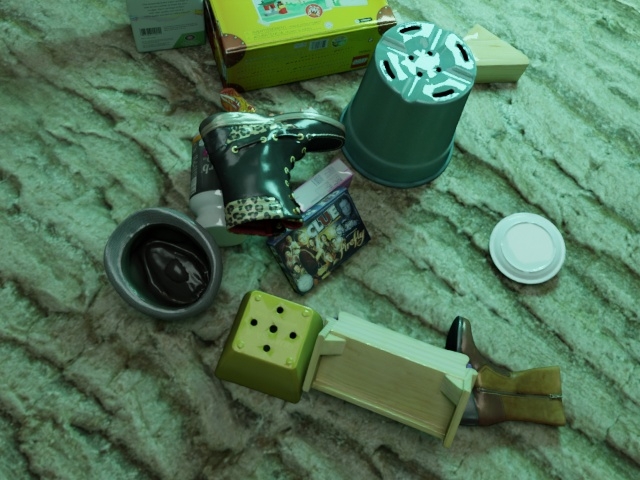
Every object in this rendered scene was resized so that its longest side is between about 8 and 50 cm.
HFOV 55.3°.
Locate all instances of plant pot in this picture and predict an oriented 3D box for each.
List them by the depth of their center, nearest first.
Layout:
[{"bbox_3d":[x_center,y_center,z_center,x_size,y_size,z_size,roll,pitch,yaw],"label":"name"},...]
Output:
[{"bbox_3d":[-0.110,0.224,1.391,0.212,0.187,0.212,18,65,1],"label":"plant pot"},{"bbox_3d":[0.234,-0.366,1.606,0.341,0.334,0.341,2,66,-5],"label":"plant pot"}]

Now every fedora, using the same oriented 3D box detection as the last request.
[{"bbox_3d":[-0.361,0.060,1.451,0.275,0.124,0.244,34,82,-1],"label":"fedora"}]

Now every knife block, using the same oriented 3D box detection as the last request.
[{"bbox_3d":[0.447,-0.521,1.832,0.275,0.088,0.242,38,69,9],"label":"knife block"}]

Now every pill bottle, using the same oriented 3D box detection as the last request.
[{"bbox_3d":[-0.248,-0.136,1.542,0.162,0.162,0.278,0,67,-7],"label":"pill bottle"}]

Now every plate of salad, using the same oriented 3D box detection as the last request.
[{"bbox_3d":[0.552,0.022,1.635,0.199,0.048,0.200,-1,71,3],"label":"plate of salad"}]

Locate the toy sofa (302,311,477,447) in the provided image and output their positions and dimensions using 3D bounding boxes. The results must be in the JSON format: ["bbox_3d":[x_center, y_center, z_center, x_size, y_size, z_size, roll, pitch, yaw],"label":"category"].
[{"bbox_3d":[0.157,0.306,1.387,0.362,0.177,0.150,19,106,11],"label":"toy sofa"}]

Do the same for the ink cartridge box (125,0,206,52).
[{"bbox_3d":[-0.431,-0.663,1.681,0.201,0.278,0.117,-11,69,-12],"label":"ink cartridge box"}]

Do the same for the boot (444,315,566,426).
[{"bbox_3d":[0.452,0.313,1.473,0.280,0.096,0.264,1,67,-8],"label":"boot"}]

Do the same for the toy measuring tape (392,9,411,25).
[{"bbox_3d":[0.257,-0.585,1.816,0.121,0.121,0.330,-2,36,-8],"label":"toy measuring tape"}]

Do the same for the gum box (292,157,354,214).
[{"bbox_3d":[0.000,-0.125,1.597,0.188,0.107,0.062,-38,76,-20],"label":"gum box"}]

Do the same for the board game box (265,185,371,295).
[{"bbox_3d":[0.000,0.000,1.526,0.243,0.042,0.165,-39,119,-20],"label":"board game box"}]

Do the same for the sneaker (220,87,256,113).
[{"bbox_3d":[-0.219,-0.351,1.683,0.064,0.067,0.175,-26,59,-16],"label":"sneaker"}]

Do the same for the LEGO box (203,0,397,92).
[{"bbox_3d":[-0.083,-0.670,1.772,0.500,0.193,0.372,-14,70,-12],"label":"LEGO box"}]

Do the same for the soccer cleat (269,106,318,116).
[{"bbox_3d":[-0.089,-0.315,1.692,0.196,0.068,0.076,-18,73,-17],"label":"soccer cleat"}]

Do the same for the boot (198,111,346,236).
[{"bbox_3d":[-0.089,-0.162,1.467,0.377,0.138,0.284,-2,70,-30],"label":"boot"}]
